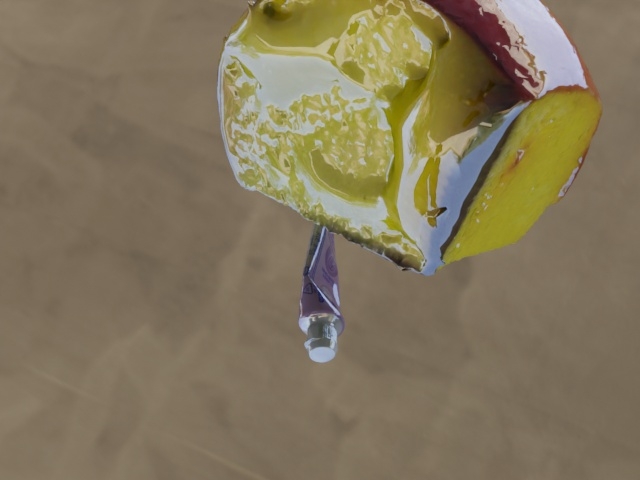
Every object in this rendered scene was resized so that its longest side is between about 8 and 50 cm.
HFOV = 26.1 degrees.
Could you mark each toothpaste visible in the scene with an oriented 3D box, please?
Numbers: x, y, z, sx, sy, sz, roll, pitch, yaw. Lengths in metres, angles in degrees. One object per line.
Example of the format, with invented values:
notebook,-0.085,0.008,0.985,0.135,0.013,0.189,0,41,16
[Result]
toothpaste,0.000,0.000,1.488,0.048,0.075,0.301,0,-130,-1

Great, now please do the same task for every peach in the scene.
peach,0.098,-0.140,1.324,0.242,0.306,0.380,-24,-147,-34
